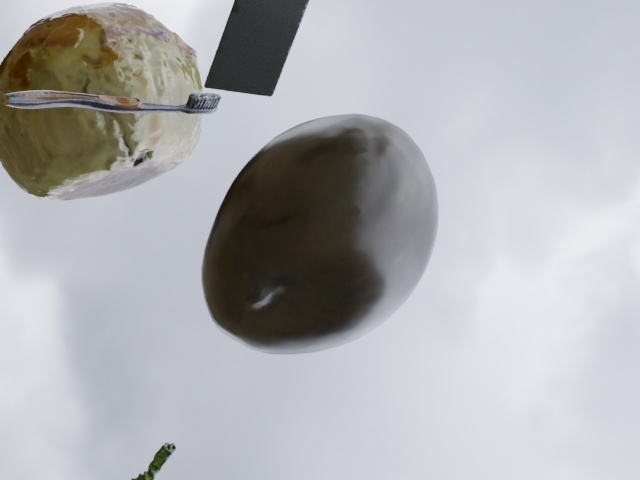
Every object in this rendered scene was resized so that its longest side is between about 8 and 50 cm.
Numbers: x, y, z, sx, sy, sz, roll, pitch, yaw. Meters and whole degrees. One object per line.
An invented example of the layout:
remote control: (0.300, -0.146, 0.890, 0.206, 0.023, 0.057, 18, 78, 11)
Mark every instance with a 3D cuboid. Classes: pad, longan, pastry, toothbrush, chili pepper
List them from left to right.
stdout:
pastry: (-0.388, -0.244, 2.272, 0.388, 0.388, 0.312, -32, -103, 57)
toothbrush: (-0.259, -0.174, 1.686, 0.023, 0.321, 0.031, 50, -51, 34)
chili pepper: (-0.204, 0.277, 1.619, 0.022, 0.027, 0.083, 40, -74, -2)
pad: (-0.111, -0.348, 2.323, 0.003, 0.143, 0.211, 58, -47, 44)
longan: (0.000, 0.000, 1.683, 0.350, 0.288, 0.288, -49, -131, 19)
